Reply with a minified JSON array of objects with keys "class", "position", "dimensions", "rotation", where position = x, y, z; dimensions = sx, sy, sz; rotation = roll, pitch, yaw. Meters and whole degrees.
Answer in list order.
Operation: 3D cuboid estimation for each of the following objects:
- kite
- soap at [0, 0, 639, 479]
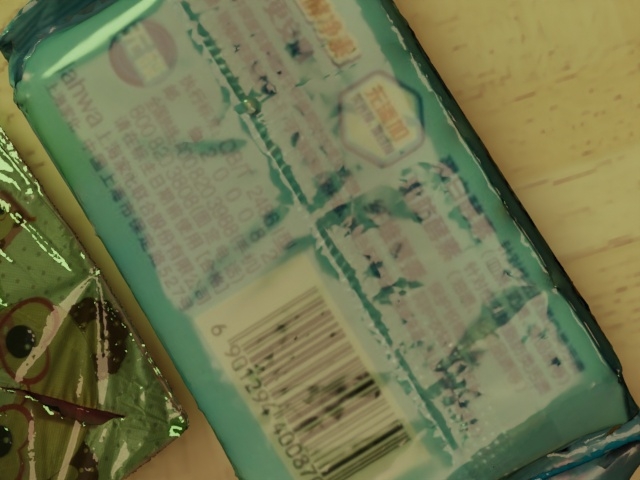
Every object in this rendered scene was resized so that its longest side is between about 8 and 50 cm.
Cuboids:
[{"class":"kite","position":[-0.167,0.052,0.758],"dimensions":[0.250,0.012,0.229],"rotation":[7,84,17]},{"class":"soap","position":[0.000,0.000,0.722],"dimensions":[0.156,0.077,0.293],"rotation":[-30,88,6]}]
